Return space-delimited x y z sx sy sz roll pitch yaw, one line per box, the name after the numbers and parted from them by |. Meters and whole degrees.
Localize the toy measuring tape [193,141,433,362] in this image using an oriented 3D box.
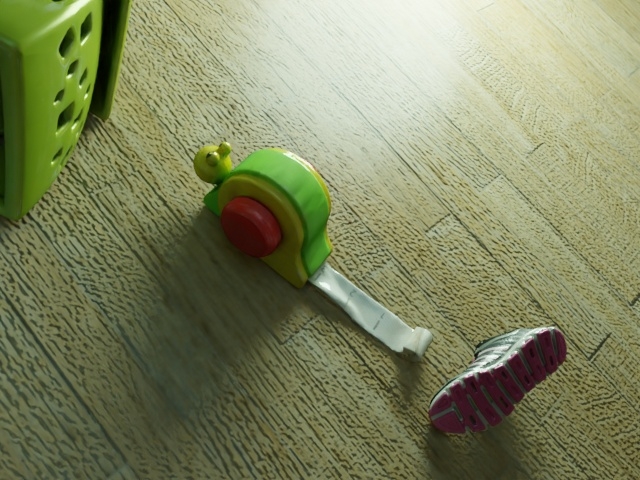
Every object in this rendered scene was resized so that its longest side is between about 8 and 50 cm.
0.000 0.000 0.668 0.330 0.121 0.121 39 54 3 | toy measuring tape

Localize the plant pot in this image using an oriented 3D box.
-0.312 -0.196 0.596 0.228 0.227 0.207 32 48 -1 | plant pot

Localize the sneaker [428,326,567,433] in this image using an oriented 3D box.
0.185 0.150 0.690 0.170 0.075 0.063 -33 94 -12 | sneaker
